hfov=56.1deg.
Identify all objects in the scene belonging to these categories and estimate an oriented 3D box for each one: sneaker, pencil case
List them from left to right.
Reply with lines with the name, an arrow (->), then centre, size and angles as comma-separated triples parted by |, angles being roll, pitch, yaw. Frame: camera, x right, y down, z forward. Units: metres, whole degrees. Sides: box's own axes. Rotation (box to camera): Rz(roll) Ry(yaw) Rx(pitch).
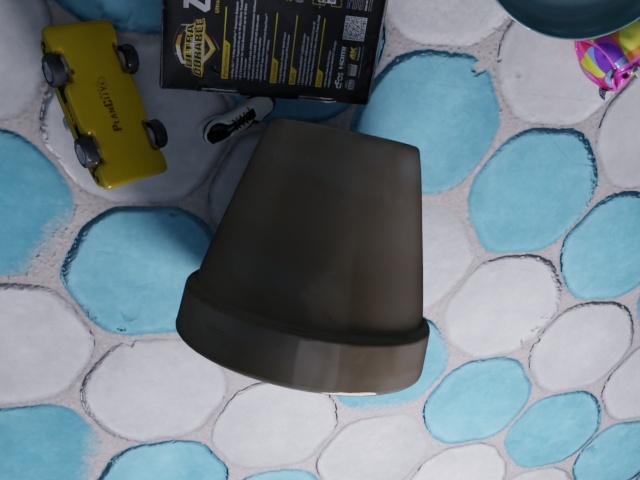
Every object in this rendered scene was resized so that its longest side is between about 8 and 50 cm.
sneaker -> -0.104, -0.154, 0.775 | 0.109, 0.043, 0.040 | -30, 120, 0
pencil case -> 0.468, -0.297, 0.821 | 0.236, 0.104, 0.104 | -35, 121, 5

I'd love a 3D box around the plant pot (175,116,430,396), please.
plant pot -> 0.000, 0.000, 0.762 | 0.324, 0.323, 0.280 | 8, 100, -19

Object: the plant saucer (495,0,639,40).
plant saucer -> 0.326, -0.412, 0.732 | 0.318, 0.043, 0.317 | -3, 113, -8

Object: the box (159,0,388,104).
box -> -0.046, -0.325, 0.677 | 0.257, 0.079, 0.321 | 1, 118, -14

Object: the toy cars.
toy cars -> -0.336, -0.201, 0.653 | 0.394, 0.087, 0.176 | 33, 65, -28
